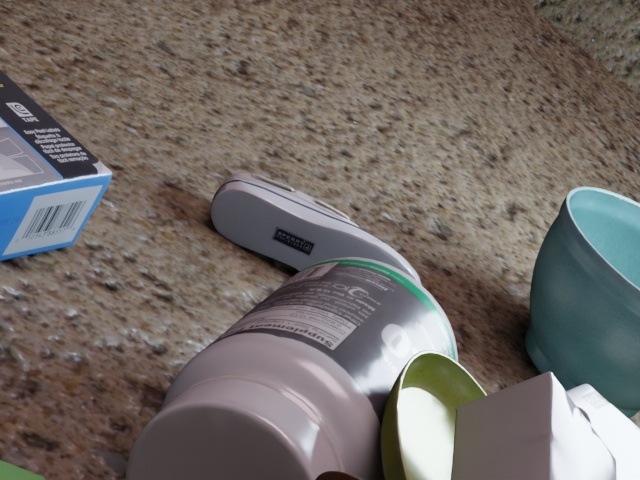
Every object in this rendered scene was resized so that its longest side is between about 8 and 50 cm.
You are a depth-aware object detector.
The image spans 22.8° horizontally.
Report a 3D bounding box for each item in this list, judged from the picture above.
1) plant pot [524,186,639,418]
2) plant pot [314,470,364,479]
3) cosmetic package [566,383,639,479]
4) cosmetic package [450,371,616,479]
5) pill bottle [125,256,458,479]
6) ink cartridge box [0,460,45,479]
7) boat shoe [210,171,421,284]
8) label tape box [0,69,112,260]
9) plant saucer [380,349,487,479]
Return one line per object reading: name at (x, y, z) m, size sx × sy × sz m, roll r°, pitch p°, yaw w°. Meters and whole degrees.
plant pot at (0.378, 0.098, 1.989) m, size 0.293 × 0.196 × 0.293 m, roll 27°, pitch 25°, yaw -14°
plant pot at (-0.012, 0.316, 1.097) m, size 0.230 × 0.215 × 0.215 m, roll -39°, pitch 68°, yaw -23°
cosmetic package at (0.232, 0.263, 1.530) m, size 0.151 × 0.183 × 0.151 m, roll 43°, pitch 27°, yaw 20°
cosmetic package at (0.171, 0.235, 1.266) m, size 0.127 × 0.107 × 0.238 m, roll 53°, pitch 26°, yaw -26°
pill bottle at (-0.018, 0.157, 1.405) m, size 0.204 × 0.204 × 0.361 m, roll 36°, pitch 25°, yaw 7°
ink cartridge box at (-0.336, 0.206, 1.040) m, size 0.278 × 0.117 × 0.201 m, roll 25°, pitch 26°, yaw -17°
boat shoe at (0.000, 0.000, 1.855) m, size 0.267 × 0.096 × 0.088 m, roll 23°, pitch 30°, yaw -1°
label tape box at (-0.408, -0.118, 1.563) m, size 0.334 × 0.106 × 0.240 m, roll 41°, pitch 25°, yaw 17°
plant saucer at (0.114, 0.211, 1.334) m, size 0.241 × 0.037 × 0.241 m, roll 44°, pitch 33°, yaw -38°
